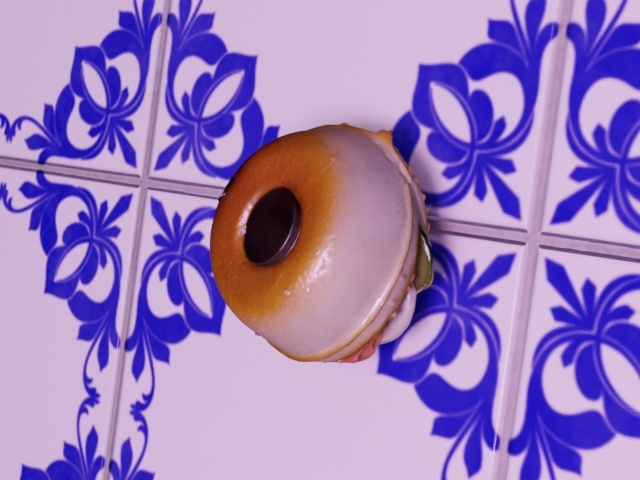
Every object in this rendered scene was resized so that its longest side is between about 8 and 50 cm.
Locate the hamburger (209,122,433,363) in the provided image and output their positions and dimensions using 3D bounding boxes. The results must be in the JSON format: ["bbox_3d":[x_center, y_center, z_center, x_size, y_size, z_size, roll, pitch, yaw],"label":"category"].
[{"bbox_3d":[-0.003,0.002,1.196,0.237,0.147,0.237,-18,64,40],"label":"hamburger"}]
